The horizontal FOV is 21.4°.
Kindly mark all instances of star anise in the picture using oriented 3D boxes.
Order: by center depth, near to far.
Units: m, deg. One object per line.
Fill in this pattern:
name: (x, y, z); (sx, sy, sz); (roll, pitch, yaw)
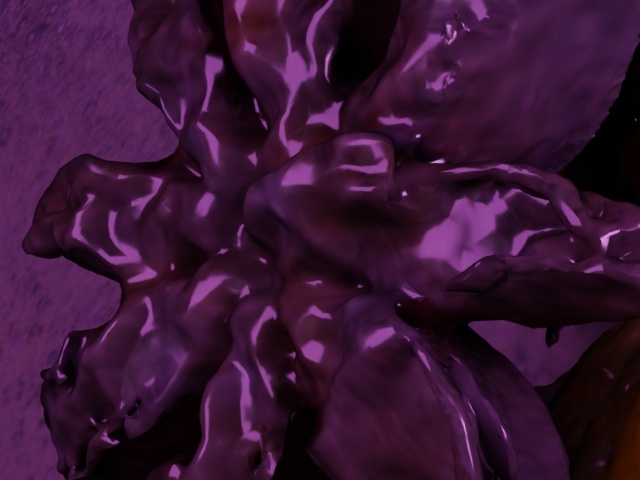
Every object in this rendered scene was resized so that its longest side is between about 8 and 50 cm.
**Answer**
star anise: (0.000, -0.002, 0.632); (0.332, 0.117, 0.331); (-9, 74, 32)

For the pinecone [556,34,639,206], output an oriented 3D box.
pinecone: (0.131, -0.080, 0.781); (0.264, 0.264, 0.264); (-30, 42, 32)

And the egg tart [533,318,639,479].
egg tart: (0.201, 0.102, 0.572); (0.315, 0.120, 0.315); (-9, 56, 14)
